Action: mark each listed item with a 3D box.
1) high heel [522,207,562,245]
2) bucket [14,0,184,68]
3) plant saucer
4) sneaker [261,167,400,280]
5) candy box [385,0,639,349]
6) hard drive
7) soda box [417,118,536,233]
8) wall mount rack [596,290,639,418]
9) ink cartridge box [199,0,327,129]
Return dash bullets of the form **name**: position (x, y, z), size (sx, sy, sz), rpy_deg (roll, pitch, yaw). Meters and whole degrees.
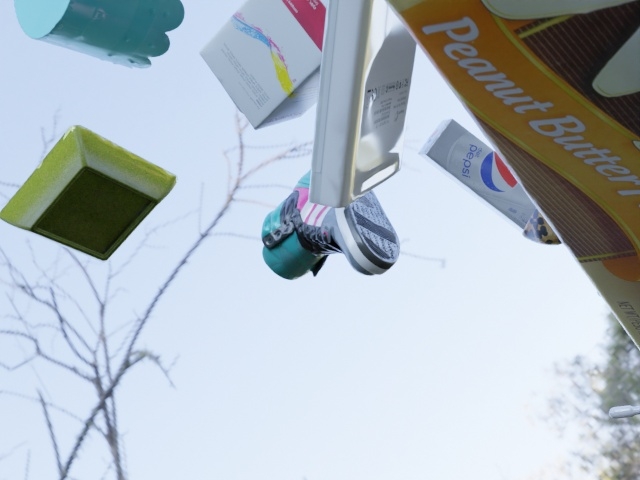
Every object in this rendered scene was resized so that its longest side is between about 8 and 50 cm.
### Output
- **high heel**: position (0.347, -0.121, 1.378), size (0.186, 0.261, 0.093), rpy_deg (-23, 2, 44)
- **bucket**: position (-0.345, -0.417, 1.389), size (0.183, 0.281, 0.281), rpy_deg (4, -55, -42)
- **plant saucer**: position (-0.322, -0.049, 1.263), size (0.188, 0.045, 0.188), rpy_deg (-45, -45, 18)
- **sneaker**: position (0.000, 0.000, 1.286), size (0.124, 0.295, 0.178), rpy_deg (35, -72, -26)
- **candy box**: position (0.187, -0.048, 0.380), size (0.316, 0.183, 0.088), rpy_deg (45, -130, -39)
- **hard drive**: position (0.052, -0.199, 0.800), size (0.203, 0.040, 0.308), rpy_deg (-35, -46, -66)
- **soda box**: position (0.336, -0.122, 1.768), size (0.091, 0.286, 0.098), rpy_deg (-53, 5, 3)
- **wall mount rack**: position (0.616, 0.169, 1.410), size (0.304, 0.350, 0.130), rpy_deg (4, -22, -9)
- **ink cartridge box**: position (-0.033, -0.244, 1.105), size (0.176, 0.127, 0.128), rpy_deg (-40, -5, 30)
